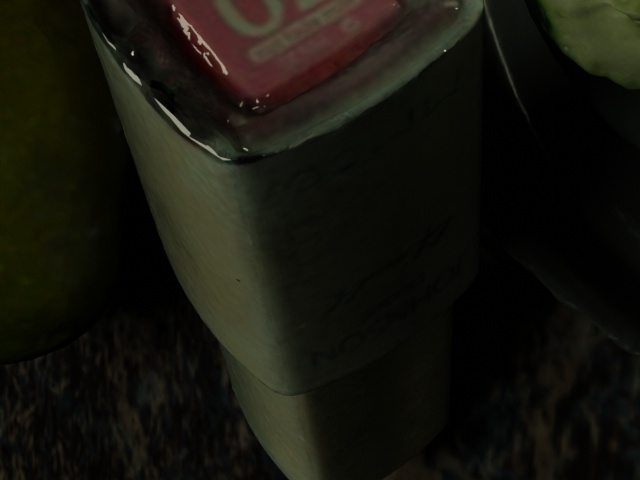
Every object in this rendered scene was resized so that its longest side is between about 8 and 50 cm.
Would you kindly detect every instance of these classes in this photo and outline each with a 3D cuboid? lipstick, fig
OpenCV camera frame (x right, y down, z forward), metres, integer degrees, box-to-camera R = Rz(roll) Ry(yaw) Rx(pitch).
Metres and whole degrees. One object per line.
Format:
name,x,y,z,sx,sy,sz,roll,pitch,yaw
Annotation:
lipstick,0.000,0.000,0.489,0.077,0.079,0.253,52,168,25
fig,-0.174,-0.046,0.735,0.233,0.167,0.167,19,110,24

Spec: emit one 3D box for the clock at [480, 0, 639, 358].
clock,0.130,-0.118,0.405,0.325,0.067,0.325,7,99,53

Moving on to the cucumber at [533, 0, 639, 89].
cucumber,0.049,-0.147,0.398,0.074,0.074,0.241,-42,58,47
